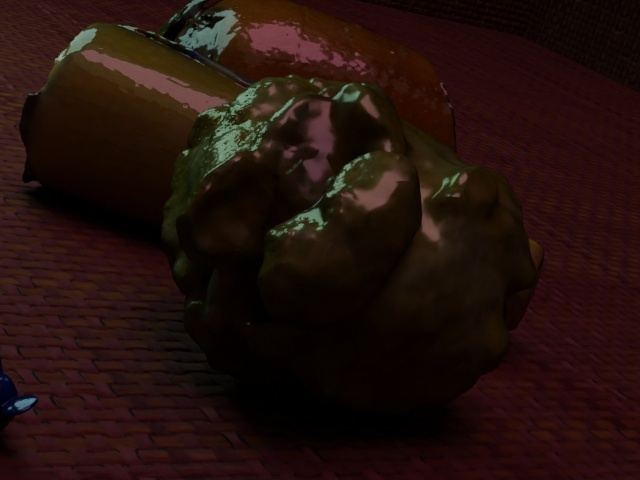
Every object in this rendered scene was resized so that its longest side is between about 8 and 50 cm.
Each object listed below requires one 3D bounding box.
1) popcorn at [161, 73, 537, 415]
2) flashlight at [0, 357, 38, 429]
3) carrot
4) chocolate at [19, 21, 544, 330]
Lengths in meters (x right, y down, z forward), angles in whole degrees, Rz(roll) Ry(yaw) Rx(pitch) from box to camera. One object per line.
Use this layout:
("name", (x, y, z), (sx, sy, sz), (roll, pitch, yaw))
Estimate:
("popcorn", (0.000, 0.000, 0.917), (0.250, 0.235, 0.242), (21, -27, 44))
("flashlight", (-0.196, 0.082, 0.764), (0.057, 0.035, 0.121), (-14, 22, -13))
("carrot", (-0.048, -0.140, 1.296), (0.331, 0.193, 0.214), (11, 37, -17))
("chocolate", (-0.024, -0.045, 1.128), (0.445, 0.162, 0.162), (22, 18, 6))
